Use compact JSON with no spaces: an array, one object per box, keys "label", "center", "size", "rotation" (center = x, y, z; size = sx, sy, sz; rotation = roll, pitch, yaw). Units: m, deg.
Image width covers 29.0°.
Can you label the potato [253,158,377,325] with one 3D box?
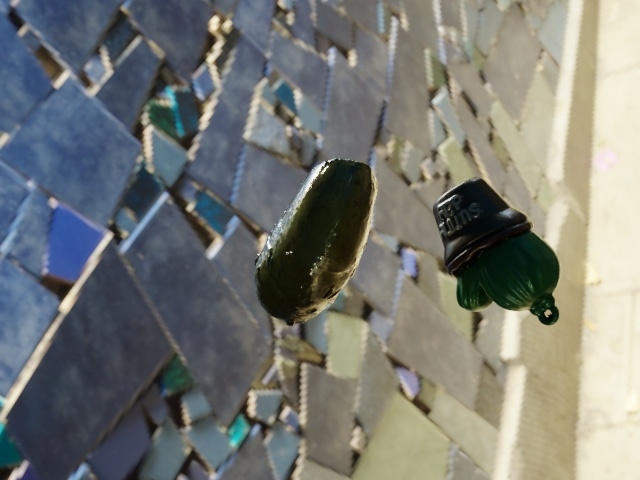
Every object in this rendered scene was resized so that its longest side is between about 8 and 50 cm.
[{"label":"potato","center":[0.000,0.000,1.879],"size":[0.298,0.141,0.176],"rotation":[-56,28,31]}]

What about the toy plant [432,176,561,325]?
[{"label":"toy plant","center":[0.210,0.026,1.492],"size":[0.143,0.105,0.200],"rotation":[-36,76,32]}]
